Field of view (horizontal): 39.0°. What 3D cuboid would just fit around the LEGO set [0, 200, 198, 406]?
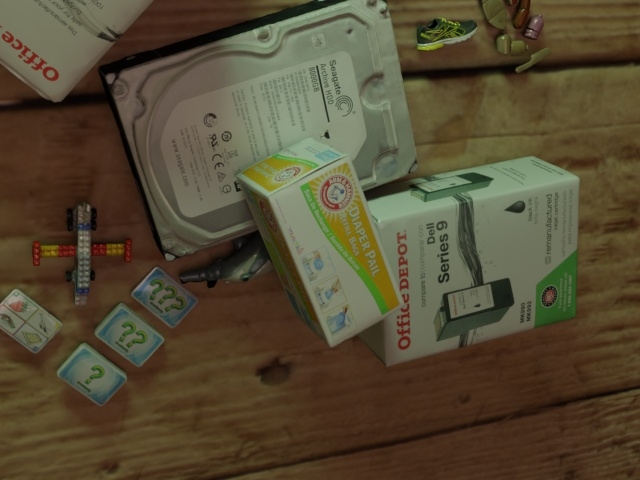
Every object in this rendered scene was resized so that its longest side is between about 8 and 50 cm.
[{"bbox_3d":[-0.279,0.070,1.059,0.182,0.060,0.244,-47,119,-4],"label":"LEGO set"}]

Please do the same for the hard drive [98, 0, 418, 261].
[{"bbox_3d":[-0.061,-0.139,1.064,0.339,0.064,0.237,-20,116,-15],"label":"hard drive"}]

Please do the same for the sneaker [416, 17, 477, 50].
[{"bbox_3d":[0.157,-0.262,1.123,0.083,0.031,0.035,-22,116,-13],"label":"sneaker"}]

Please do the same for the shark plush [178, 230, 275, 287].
[{"bbox_3d":[-0.098,0.017,1.130,0.161,0.073,0.067,-22,92,3],"label":"shark plush"}]

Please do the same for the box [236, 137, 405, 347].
[{"bbox_3d":[0.000,0.000,1.034,0.103,0.114,0.203,-28,114,-14],"label":"box"}]

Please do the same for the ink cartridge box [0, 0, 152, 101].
[{"bbox_3d":[-0.243,-0.279,0.868,0.237,0.100,0.172,-41,116,19],"label":"ink cartridge box"}]

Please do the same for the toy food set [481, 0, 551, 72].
[{"bbox_3d":[0.250,-0.283,1.162,0.078,0.019,0.122,-31,110,-9],"label":"toy food set"}]

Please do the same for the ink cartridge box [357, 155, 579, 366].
[{"bbox_3d":[0.185,0.024,1.193,0.289,0.121,0.211,-13,114,-17],"label":"ink cartridge box"}]
